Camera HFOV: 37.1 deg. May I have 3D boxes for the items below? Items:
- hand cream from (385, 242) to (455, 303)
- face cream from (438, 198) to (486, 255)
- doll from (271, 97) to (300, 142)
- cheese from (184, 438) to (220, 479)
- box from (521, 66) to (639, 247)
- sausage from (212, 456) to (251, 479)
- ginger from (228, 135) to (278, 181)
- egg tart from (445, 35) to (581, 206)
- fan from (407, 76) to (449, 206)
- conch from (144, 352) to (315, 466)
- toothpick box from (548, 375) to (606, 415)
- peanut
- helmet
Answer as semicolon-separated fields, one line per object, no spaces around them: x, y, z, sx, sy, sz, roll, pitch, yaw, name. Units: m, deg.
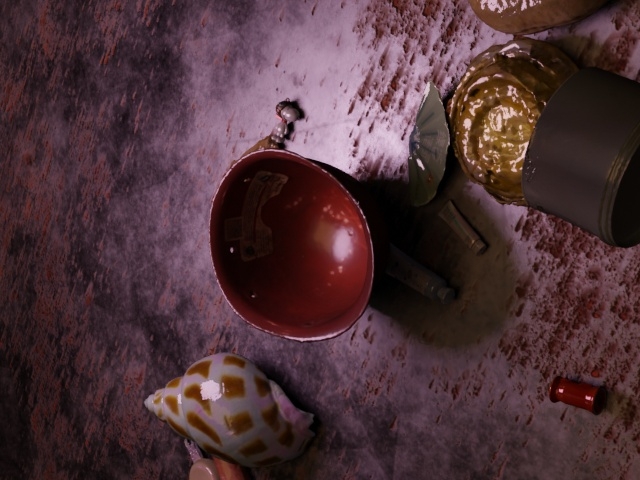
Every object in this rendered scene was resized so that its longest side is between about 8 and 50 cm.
0.172;0.064;1.732;0.171;0.043;0.065;33;119;38;hand cream
0.247;-0.022;1.669;0.115;0.020;0.038;52;126;28;face cream
-0.075;-0.244;1.938;0.058;0.040;0.085;49;124;16;doll
-0.270;0.531;2.185;0.171;0.048;0.092;45;119;30;cheese
0.415;-0.117;1.363;0.149;0.226;0.226;32;115;37;box
-0.200;0.489;2.110;0.065;0.065;0.169;-32;72;40;sausage
-0.143;-0.144;1.988;0.165;0.067;0.096;-44;44;37;ginger
0.311;-0.187;1.541;0.279;0.095;0.278;13;109;42;egg tart
0.188;-0.165;1.687;0.131;0.009;0.240;40;129;54;fan
-0.198;0.361;2.008;0.368;0.197;0.249;7;117;46;conch
0.409;0.246;1.526;0.083;0.047;0.047;12;102;42;toothpick box
0.335;-0.392;1.489;0.253;0.122;0.137;-7;80;47;peanut
0.000;0.000;1.760;0.385;0.230;0.337;20;108;32;helmet
